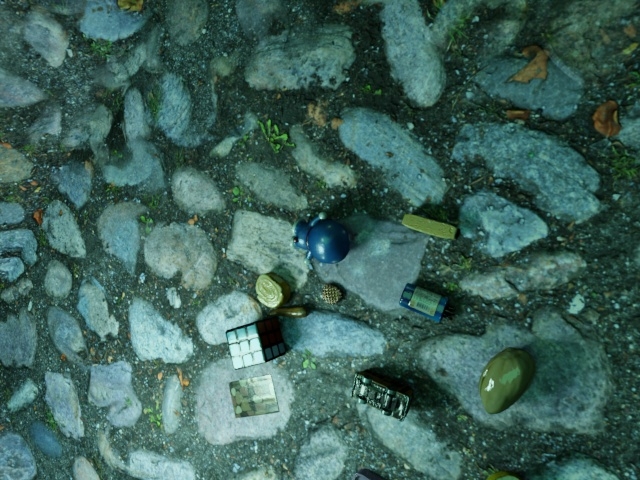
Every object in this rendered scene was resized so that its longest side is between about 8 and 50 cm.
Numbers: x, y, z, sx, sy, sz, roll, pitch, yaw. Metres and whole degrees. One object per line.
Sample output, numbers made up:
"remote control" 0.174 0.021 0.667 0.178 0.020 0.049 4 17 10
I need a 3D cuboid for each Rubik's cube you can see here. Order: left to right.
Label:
"Rubik's cube" -0.257 0.408 1.633 0.162 0.163 0.160 -20 80 21

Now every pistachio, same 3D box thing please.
"pistachio" 0.561 0.426 1.244 0.136 0.136 0.225 31 108 24

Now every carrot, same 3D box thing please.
"carrot" -0.132 0.287 1.636 0.191 0.047 0.047 -5 86 28

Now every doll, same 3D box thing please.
"doll" 0.000 0.000 1.533 0.257 0.161 0.215 19 111 42

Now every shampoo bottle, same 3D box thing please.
"shampoo bottle" 0.365 0.215 1.385 0.183 0.050 0.087 21 96 26

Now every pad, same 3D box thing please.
"pad" -0.286 0.660 1.727 0.235 0.003 0.158 -18 80 25

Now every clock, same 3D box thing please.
"clock" 0.185 0.897 1.457 0.153 0.050 0.109 21 98 26

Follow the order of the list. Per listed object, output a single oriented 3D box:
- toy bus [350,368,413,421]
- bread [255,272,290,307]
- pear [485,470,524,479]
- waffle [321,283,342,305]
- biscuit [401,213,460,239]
"toy bus" 0.220 0.531 1.414 0.201 0.114 0.098 15 95 32
"bread" -0.198 0.204 1.657 0.149 0.073 0.122 36 106 23
"pear" 0.563 0.767 1.243 0.141 0.104 0.140 -1 79 4
"waffle" 0.044 0.207 1.560 0.083 0.029 0.075 31 103 22
"biscuit" 0.374 -0.047 1.385 0.188 0.056 0.052 20 99 25
